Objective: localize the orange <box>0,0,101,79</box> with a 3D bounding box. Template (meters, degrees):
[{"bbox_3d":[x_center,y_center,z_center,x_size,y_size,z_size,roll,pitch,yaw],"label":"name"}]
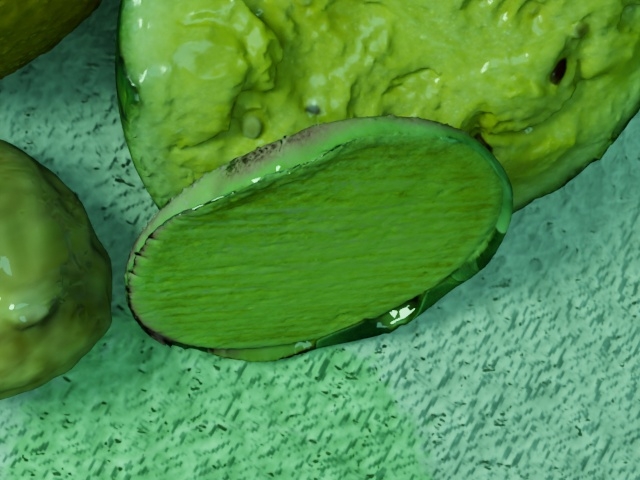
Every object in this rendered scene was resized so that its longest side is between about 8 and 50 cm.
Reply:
[{"bbox_3d":[-0.226,-0.208,0.895,0.274,0.274,0.274,1,87,-13],"label":"orange"}]

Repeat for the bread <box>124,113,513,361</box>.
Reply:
[{"bbox_3d":[0.000,0.000,0.970,0.228,0.228,0.033,-9,59,-14],"label":"bread"}]

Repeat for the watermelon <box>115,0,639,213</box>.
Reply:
[{"bbox_3d":[0.039,-0.149,0.963,0.331,0.331,0.189,-11,60,-14],"label":"watermelon"}]

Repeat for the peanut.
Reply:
[{"bbox_3d":[-0.196,0.014,0.968,0.140,0.109,0.159,-26,77,-23],"label":"peanut"}]
